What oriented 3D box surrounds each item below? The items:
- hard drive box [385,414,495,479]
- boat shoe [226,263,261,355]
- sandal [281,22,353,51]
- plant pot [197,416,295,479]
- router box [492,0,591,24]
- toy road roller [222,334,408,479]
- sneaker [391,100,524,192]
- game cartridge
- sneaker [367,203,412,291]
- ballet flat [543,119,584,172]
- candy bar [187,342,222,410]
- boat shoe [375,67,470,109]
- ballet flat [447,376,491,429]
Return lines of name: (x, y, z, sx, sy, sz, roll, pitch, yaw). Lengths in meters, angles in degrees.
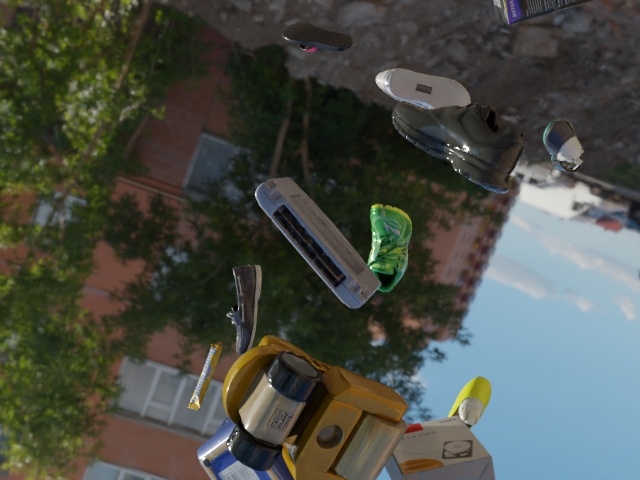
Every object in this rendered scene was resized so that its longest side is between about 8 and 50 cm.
hard drive box: (0.232, 0.450, 1.639, 0.181, 0.089, 0.232, -10, -172, -6)
boat shoe: (-0.173, 0.151, 1.759, 0.064, 0.206, 0.075, 5, -167, -18)
sandal: (-0.009, -0.419, 1.709, 0.179, 0.067, 0.040, 22, 147, 30)
plant pot: (-0.105, 0.448, 1.701, 0.236, 0.236, 0.212, 54, -147, 6)
router box: (0.456, -0.492, 1.547, 0.242, 0.081, 0.309, -13, -164, 13)
toy road roller: (-0.025, 0.305, 1.514, 0.329, 0.203, 0.240, 26, -170, -24)
sneaker: (0.251, -0.197, 1.459, 0.286, 0.130, 0.109, 38, -163, 35)
game cartridge: (0.000, 0.000, 1.587, 0.294, 0.060, 0.196, 50, -164, 4)
sneaker: (0.184, 0.025, 2.157, 0.109, 0.296, 0.124, 7, -133, 18)
ballet flat: (0.498, -0.183, 1.630, 0.074, 0.074, 0.203, 26, 176, 24)
candy bar: (-0.264, 0.311, 1.857, 0.040, 0.162, 0.018, -3, 151, 45)
boat shoe: (0.261, -0.377, 2.064, 0.267, 0.096, 0.088, 7, -168, -29)
ballet flat: (0.340, 0.433, 1.936, 0.077, 0.231, 0.077, 29, -162, -5)
